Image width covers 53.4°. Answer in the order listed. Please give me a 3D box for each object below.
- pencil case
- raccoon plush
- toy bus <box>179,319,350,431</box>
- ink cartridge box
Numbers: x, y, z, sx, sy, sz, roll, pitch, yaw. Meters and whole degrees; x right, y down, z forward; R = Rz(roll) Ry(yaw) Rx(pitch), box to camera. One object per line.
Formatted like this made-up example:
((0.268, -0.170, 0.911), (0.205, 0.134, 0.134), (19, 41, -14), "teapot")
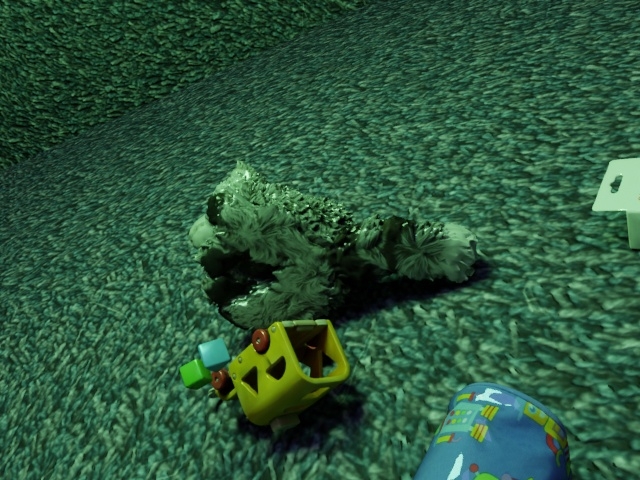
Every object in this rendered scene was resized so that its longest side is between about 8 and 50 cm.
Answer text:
((0.120, 0.272, 0.540), (0.133, 0.119, 0.306), (25, 53, 15), "pencil case")
((0.000, 0.000, 1.017), (0.446, 0.216, 0.299), (8, 24, 1), "raccoon plush")
((-0.057, 0.182, 0.796), (0.190, 0.202, 0.104), (-23, 63, -5), "toy bus")
((0.455, -0.046, 0.788), (0.198, 0.067, 0.115), (5, 45, 38), "ink cartridge box")
